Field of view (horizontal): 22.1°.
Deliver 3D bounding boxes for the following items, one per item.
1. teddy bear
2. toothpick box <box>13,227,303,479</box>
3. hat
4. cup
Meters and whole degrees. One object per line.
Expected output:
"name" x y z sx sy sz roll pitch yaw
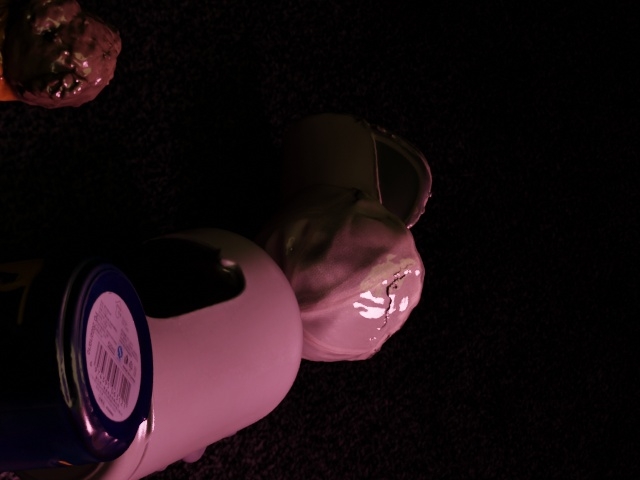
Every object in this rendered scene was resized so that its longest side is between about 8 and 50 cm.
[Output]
"teddy bear" -0.268 -0.173 1.399 0.177 0.190 0.140 -63 169 -54
"toothpick box" -0.150 0.112 1.538 0.316 0.229 0.229 -17 105 -53
"hat" 0.001 -0.007 1.718 0.161 0.232 0.275 13 57 -36
"cup" -0.282 0.133 1.274 0.178 0.256 0.255 65 26 -45
